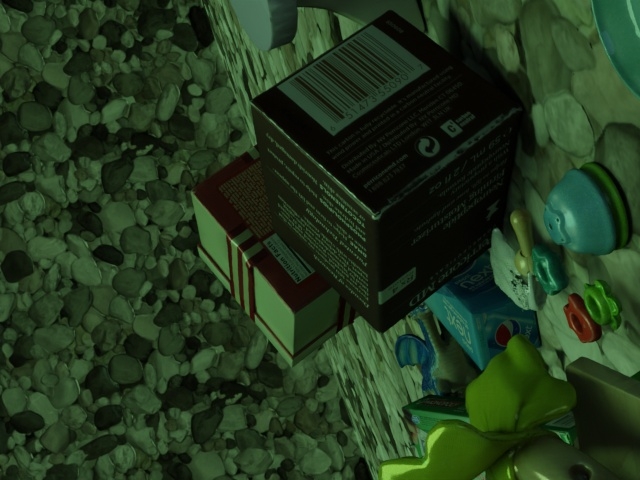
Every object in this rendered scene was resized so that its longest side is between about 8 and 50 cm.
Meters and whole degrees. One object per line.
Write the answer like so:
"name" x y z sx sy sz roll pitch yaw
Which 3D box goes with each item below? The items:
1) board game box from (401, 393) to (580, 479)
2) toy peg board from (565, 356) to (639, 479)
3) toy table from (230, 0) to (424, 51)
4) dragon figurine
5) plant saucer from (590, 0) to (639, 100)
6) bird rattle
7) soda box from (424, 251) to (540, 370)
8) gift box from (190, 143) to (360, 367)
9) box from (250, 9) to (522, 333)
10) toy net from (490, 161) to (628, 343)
"board game box" 0.207 0.274 0.955 0.317 0.046 0.213 -14 97 67
"toy peg board" 0.254 0.155 0.593 0.161 0.079 0.161 24 135 57
"toy table" -0.012 -0.294 0.888 0.274 0.161 0.252 -123 13 -64
"dragon figurine" 0.150 0.159 1.178 0.289 0.085 0.144 92 160 -58
"plant saucer" 0.185 -0.128 0.496 0.119 0.021 0.119 160 90 -81
"bird rattle" 0.179 0.180 0.585 0.254 0.143 0.206 24 148 39
"soda box" 0.152 0.049 0.981 0.210 0.067 0.071 -127 19 -63
"gift box" 0.000 0.000 1.278 0.255 0.276 0.258 54 163 18
"box" 0.059 -0.060 0.841 0.167 0.168 0.203 43 160 27
"toy net" 0.193 0.023 0.742 0.232 0.045 0.122 103 144 -78
